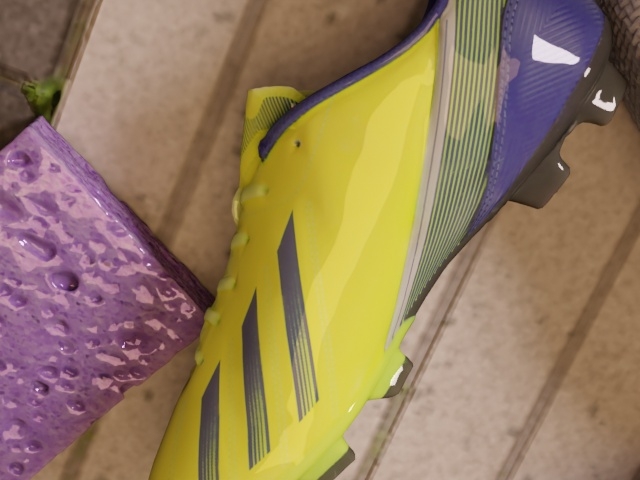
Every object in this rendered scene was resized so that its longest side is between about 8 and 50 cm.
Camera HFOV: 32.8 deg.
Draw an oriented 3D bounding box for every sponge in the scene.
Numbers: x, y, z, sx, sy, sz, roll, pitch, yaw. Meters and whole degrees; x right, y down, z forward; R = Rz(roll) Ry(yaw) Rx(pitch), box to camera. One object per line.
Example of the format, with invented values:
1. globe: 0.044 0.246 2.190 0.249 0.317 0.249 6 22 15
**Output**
1. sponge: -0.161 0.057 0.484 0.210 0.031 0.117 -40 108 8

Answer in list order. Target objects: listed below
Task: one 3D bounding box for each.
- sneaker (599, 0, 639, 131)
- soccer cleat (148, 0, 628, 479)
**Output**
1. sneaker: 0.241 -0.025 0.453 0.153 0.101 0.268 -32 105 8
2. soccer cleat: 0.000 -0.001 0.450 0.121 0.093 0.289 35 99 -12
